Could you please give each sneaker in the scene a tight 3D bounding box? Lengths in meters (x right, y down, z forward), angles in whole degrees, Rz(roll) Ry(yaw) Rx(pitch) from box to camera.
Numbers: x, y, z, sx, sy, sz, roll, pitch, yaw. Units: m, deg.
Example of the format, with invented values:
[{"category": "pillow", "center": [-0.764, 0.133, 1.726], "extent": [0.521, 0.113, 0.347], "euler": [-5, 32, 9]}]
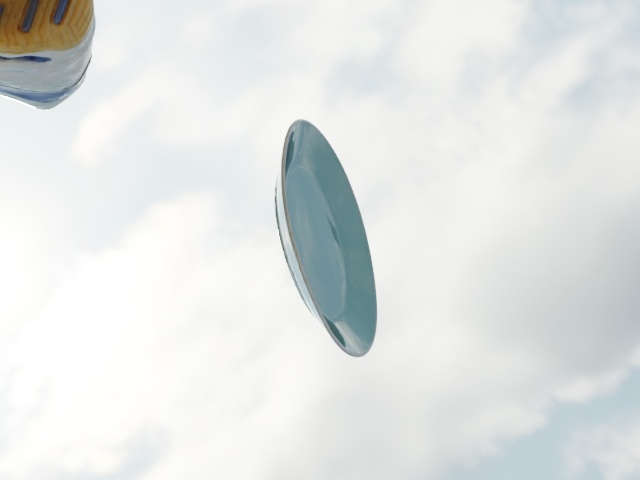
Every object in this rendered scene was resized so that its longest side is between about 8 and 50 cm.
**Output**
[{"category": "sneaker", "center": [-0.281, -0.154, 1.183], "extent": [0.296, 0.131, 0.112], "euler": [24, -113, 7]}]

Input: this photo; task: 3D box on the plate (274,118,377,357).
[{"category": "plate", "center": [0.000, 0.000, 1.465], "extent": [0.024, 0.188, 0.188], "euler": [-15, -133, 18]}]
